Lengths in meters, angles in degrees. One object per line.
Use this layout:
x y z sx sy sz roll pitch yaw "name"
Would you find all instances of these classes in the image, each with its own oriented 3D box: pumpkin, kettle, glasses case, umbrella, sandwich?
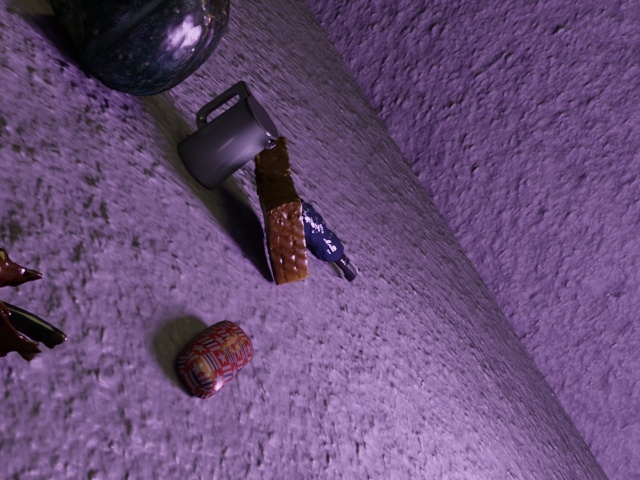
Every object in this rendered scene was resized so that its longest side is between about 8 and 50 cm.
-0.253 -0.339 1.731 0.197 0.263 0.293 59 18 -2 "pumpkin"
-0.155 -0.175 1.888 0.098 0.148 0.126 45 18 -32 "kettle"
-0.133 0.148 1.468 0.073 0.049 0.194 55 15 -2 "glasses case"
0.007 -0.002 2.168 0.248 0.071 0.071 42 20 -38 "umbrella"
-0.068 -0.048 1.900 0.214 0.065 0.186 -105 -173 -55 "sandwich"

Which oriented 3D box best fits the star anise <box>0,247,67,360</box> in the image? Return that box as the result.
-0.319 0.063 0.934 0.346 0.148 0.237 20 60 -69 "star anise"
